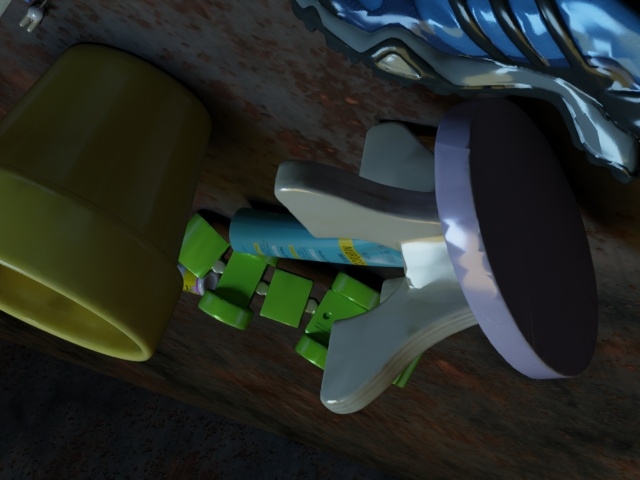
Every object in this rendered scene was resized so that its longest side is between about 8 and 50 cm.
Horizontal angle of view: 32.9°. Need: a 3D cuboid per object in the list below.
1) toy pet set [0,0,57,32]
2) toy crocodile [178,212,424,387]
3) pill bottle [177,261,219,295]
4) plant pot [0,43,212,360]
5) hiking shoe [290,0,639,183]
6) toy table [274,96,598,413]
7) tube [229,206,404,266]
[{"bbox_3d":[-0.272,-0.232,0.903,0.122,0.065,0.114,35,-166,-20],"label":"toy pet set"},{"bbox_3d":[-0.031,0.073,1.327,0.340,0.115,0.105,25,-179,3],"label":"toy crocodile"},{"bbox_3d":[-0.190,0.053,1.574,0.083,0.043,0.043,12,158,34],"label":"pill bottle"},{"bbox_3d":[-0.224,-0.045,1.035,0.254,0.239,0.254,22,162,8],"label":"plant pot"},{"bbox_3d":[0.116,-0.143,0.604,0.304,0.113,0.132,25,133,17],"label":"hiking shoe"},{"bbox_3d":[0.095,0.012,0.829,0.160,0.252,0.274,-6,136,29],"label":"toy table"},{"bbox_3d":[0.000,0.000,1.196,0.207,0.052,0.080,7,166,26],"label":"tube"}]
